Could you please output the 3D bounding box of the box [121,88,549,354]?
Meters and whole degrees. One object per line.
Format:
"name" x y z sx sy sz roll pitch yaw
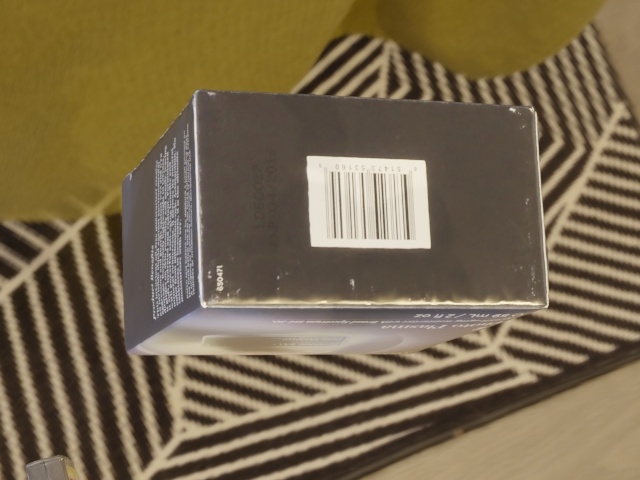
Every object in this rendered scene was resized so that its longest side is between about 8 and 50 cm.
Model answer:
"box" 0.000 0.000 1.282 0.296 0.294 0.182 1 79 -18

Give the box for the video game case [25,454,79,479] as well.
"video game case" -0.190 0.302 1.211 0.035 0.275 0.248 -15 83 -10
